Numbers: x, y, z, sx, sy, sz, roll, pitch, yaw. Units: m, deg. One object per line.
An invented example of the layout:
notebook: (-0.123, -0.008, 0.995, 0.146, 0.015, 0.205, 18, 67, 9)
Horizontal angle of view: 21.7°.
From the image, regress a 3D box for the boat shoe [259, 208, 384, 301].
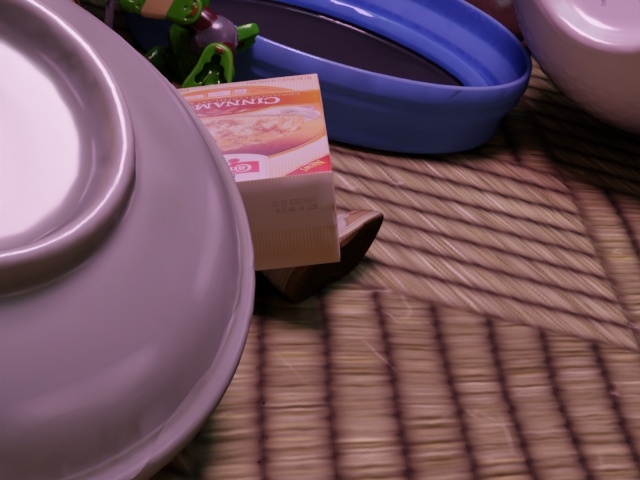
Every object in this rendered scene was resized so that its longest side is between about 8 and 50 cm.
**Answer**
boat shoe: (0.000, 0.000, 1.168, 0.045, 0.050, 0.135, 32, 26, 17)

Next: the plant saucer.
plant saucer: (-0.209, -0.041, 0.862, 0.400, 0.100, 0.400, 15, 47, -16)

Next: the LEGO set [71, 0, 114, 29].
LEGO set: (-0.239, -0.189, 1.148, 0.192, 0.255, 0.331, -3, 3, 22)

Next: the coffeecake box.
coffeecake box: (-0.064, -0.046, 1.145, 0.142, 0.068, 0.185, -6, 26, -1)

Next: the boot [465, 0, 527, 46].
boot: (0.145, -0.300, 1.887, 0.207, 0.090, 0.248, 3, 31, -37)

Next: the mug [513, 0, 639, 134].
mug: (0.331, -0.192, 1.542, 0.328, 0.276, 0.374, 1, 69, -68)

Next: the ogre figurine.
ogre figurine: (-0.096, -0.151, 1.321, 0.197, 0.097, 0.118, 52, 3, 3)

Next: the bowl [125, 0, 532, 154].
bowl: (0.002, -0.193, 1.565, 0.391, 0.077, 0.391, 16, 23, -7)
